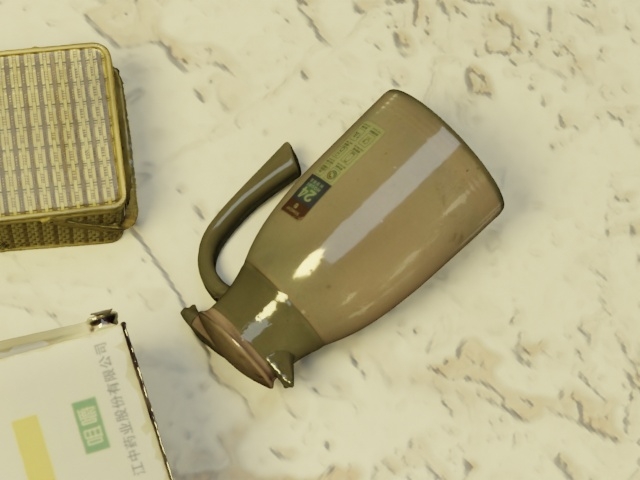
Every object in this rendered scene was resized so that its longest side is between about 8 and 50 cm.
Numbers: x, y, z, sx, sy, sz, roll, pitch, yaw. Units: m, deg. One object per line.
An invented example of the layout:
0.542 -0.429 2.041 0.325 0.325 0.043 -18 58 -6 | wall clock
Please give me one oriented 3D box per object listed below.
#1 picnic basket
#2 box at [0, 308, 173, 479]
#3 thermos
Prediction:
-0.198 -0.054 1.213 0.164 0.079 0.115 -6 76 -7 | picnic basket
-0.149 0.219 1.111 0.173 0.145 0.333 -16 78 -11 | box
0.000 0.000 1.219 0.193 0.105 0.137 -44 57 -8 | thermos
